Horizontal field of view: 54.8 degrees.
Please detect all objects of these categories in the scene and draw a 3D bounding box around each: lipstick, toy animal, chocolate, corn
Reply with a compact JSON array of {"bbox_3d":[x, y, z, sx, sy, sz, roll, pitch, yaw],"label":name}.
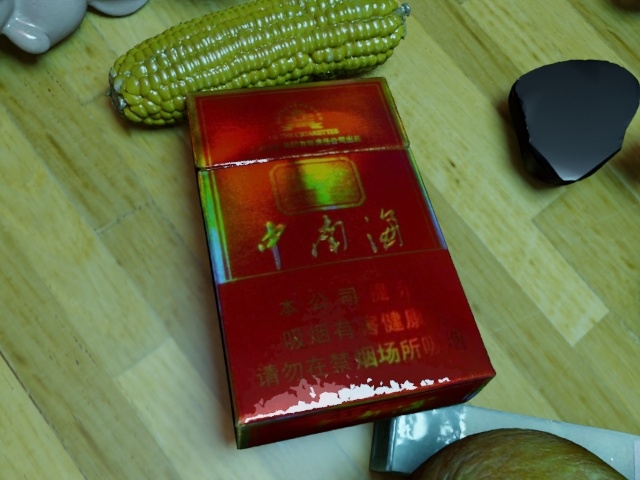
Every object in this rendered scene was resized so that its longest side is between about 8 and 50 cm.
[{"bbox_3d":[0.208,0.199,0.559,0.317,0.066,0.068,11,69,-6],"label":"lipstick"},{"bbox_3d":[-0.278,-0.240,0.614,0.212,0.124,0.124,-20,74,-48],"label":"toy animal"},{"bbox_3d":[0.257,-0.121,0.668,0.125,0.080,0.149,25,76,12],"label":"chocolate"},{"bbox_3d":[-0.064,-0.195,0.626,0.312,0.102,0.102,-18,76,-14],"label":"corn"}]

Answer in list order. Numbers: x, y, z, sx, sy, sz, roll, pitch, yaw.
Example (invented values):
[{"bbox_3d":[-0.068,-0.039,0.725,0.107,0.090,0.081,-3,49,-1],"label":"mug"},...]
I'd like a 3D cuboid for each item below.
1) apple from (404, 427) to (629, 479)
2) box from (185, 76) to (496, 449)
[{"bbox_3d":[0.140,0.235,0.410,0.187,0.211,0.211,18,68,-27],"label":"apple"},{"bbox_3d":[-0.001,0.001,0.544,0.197,0.089,0.313,-9,60,-11],"label":"box"}]
